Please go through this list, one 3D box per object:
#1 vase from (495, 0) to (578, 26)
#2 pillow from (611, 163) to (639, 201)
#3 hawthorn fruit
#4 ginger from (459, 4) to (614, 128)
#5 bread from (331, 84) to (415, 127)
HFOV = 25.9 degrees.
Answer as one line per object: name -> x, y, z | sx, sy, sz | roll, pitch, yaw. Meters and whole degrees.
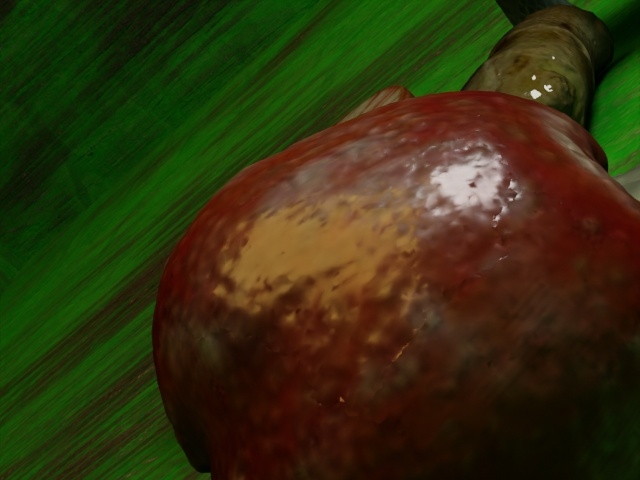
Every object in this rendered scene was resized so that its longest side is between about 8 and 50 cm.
vase -> 0.197, -0.251, 1.387 | 0.081, 0.149, 0.081 | -41, 14, 13
pillow -> 0.233, -0.028, 0.827 | 0.229, 0.051, 0.128 | -24, 27, 51
hawthorn fruit -> 0.052, 0.064, 0.683 | 0.284, 0.284, 0.284 | -41, 14, 12
ginger -> 0.171, -0.110, 1.150 | 0.109, 0.116, 0.263 | 11, 37, 23
bread -> -0.001, 0.000, 1.291 | 0.327, 0.114, 0.295 | -39, 15, 26
